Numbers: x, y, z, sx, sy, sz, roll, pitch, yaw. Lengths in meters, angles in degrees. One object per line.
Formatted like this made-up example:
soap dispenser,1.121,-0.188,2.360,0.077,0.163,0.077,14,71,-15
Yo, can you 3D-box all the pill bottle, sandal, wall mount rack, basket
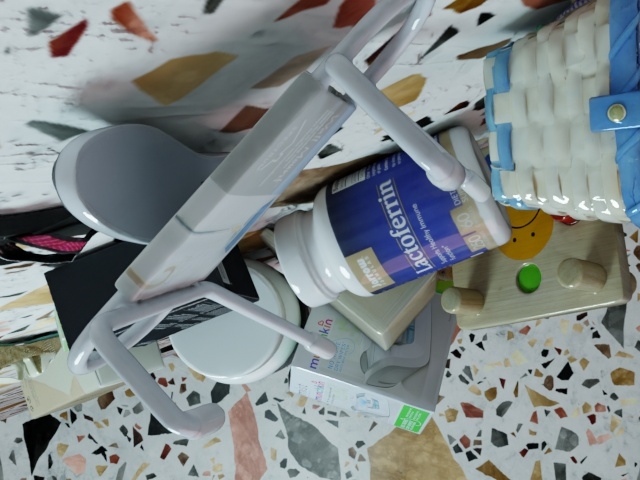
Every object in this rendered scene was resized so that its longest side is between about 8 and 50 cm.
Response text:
pill bottle,0.085,-0.021,0.879,0.265,0.153,0.153,-24,172,18
sandal,-0.242,0.002,0.603,0.179,0.040,0.067,-13,169,-45
pill bottle,-0.127,0.136,1.212,0.204,0.204,0.361,-21,173,1
wall mount rack,0.000,0.000,0.511,0.350,0.130,0.304,-46,172,12
basket,0.288,-0.108,0.551,0.289,0.201,0.255,4,-168,41

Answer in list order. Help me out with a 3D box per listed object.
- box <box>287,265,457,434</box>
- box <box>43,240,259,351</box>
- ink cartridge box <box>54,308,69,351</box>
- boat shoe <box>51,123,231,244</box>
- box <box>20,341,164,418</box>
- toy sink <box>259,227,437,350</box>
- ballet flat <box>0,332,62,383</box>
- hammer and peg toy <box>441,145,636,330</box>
box,0.096,0.149,1.181,0.231,0.262,0.127,18,149,6
box,-0.195,0.061,0.899,0.184,0.103,0.261,-24,172,0
ink cartridge box,-0.297,0.107,1.135,0.235,0.056,0.171,-16,171,-22
boat shoe,-0.122,-0.042,0.531,0.076,0.080,0.228,1,-173,25
box,-0.453,0.242,1.388,0.148,0.121,0.311,-12,168,-45
toy sink,0.048,0.032,1.065,0.131,0.234,0.153,-49,162,-8
ballet flat,-0.498,0.200,1.187,0.073,0.067,0.206,-26,171,25
hammer and peg toy,0.308,-0.040,0.909,0.127,0.266,0.361,11,159,-37
